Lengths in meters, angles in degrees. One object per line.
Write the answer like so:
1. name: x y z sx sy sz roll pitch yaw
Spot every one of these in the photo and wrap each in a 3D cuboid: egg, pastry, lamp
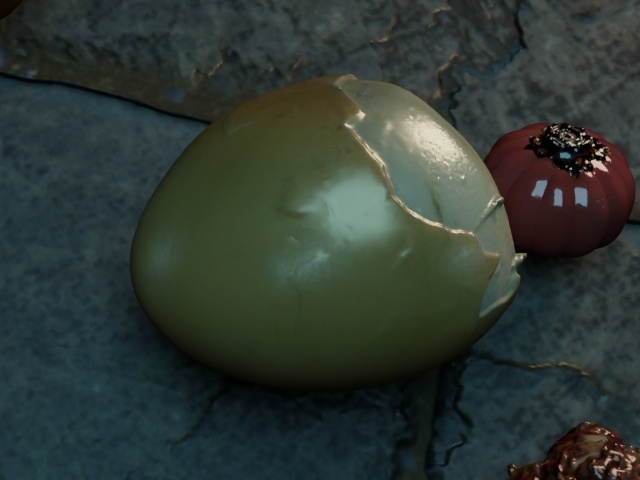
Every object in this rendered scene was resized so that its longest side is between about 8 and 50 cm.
1. egg: 0.000 0.000 1.264 0.244 0.201 0.201 -16 75 -2
2. pastry: 0.150 0.208 1.277 0.115 0.097 0.208 45 69 -4
3. lamp: 0.160 -0.035 1.356 0.107 0.092 0.107 4 37 -3

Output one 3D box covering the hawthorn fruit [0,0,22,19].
1. hawthorn fruit: -0.290 -0.283 1.280 0.298 0.277 0.277 34 70 12
